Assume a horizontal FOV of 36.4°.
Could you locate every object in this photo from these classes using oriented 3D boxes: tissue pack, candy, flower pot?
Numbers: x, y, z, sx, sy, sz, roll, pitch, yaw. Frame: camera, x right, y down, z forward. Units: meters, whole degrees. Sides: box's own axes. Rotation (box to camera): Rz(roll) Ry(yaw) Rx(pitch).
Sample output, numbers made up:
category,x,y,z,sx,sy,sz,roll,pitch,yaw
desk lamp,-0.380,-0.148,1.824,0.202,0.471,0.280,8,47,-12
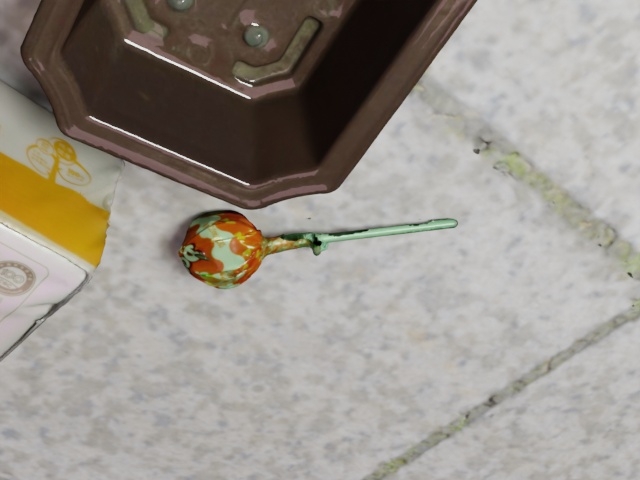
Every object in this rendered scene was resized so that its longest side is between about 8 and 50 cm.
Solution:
category,x,y,z,sx,sy,sz,roll,pitch,yaw
tissue pack,-0.255,-0.026,0.532,0.225,0.124,0.185,35,120,-29
candy,0.000,0.000,0.635,0.184,0.049,0.055,-6,161,-6
flower pot,-0.024,-0.143,0.473,0.178,0.084,0.251,23,125,-21
